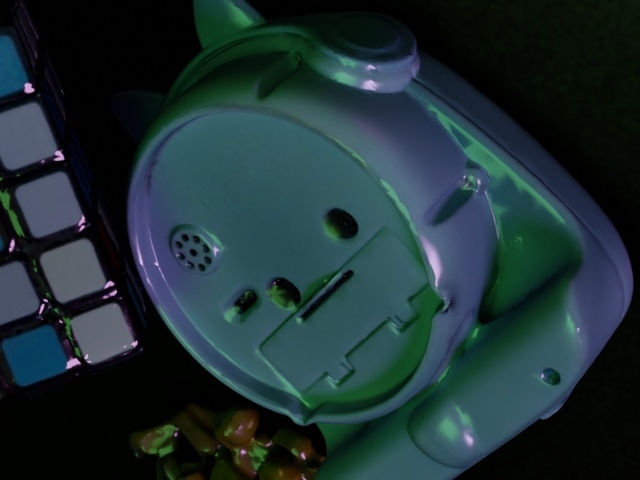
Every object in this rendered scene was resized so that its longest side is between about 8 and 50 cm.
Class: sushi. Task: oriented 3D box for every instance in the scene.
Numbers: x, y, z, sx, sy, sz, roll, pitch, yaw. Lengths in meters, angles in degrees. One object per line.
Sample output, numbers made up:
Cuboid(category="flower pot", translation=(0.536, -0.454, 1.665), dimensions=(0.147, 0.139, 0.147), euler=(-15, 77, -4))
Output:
Cuboid(category="sushi", translation=(-0.060, 0.216, 0.856), dimensions=(0.179, 0.167, 0.296), euler=(41, 144, -27))

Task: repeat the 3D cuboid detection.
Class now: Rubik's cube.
Cuboid(category="Rubik's cube", translation=(-0.209, -0.014, 0.733), dimensions=(0.187, 0.182, 0.184), euler=(-21, 107, -4))

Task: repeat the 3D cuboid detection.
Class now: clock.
Cuboid(category="clock", translation=(0.000, 0.000, 0.710), dimensions=(0.274, 0.094, 0.223), euler=(44, 132, 1))
